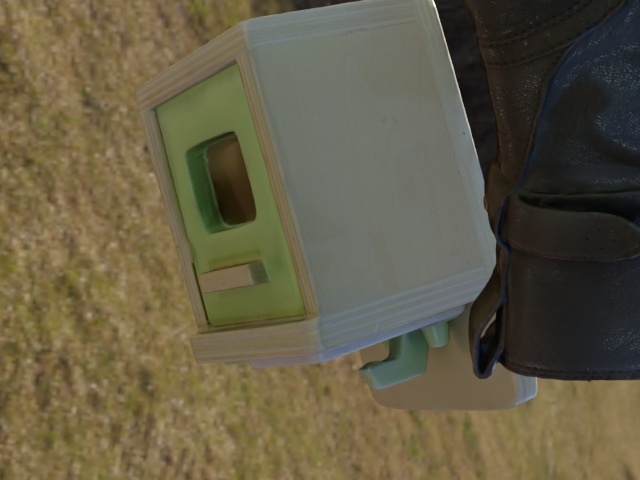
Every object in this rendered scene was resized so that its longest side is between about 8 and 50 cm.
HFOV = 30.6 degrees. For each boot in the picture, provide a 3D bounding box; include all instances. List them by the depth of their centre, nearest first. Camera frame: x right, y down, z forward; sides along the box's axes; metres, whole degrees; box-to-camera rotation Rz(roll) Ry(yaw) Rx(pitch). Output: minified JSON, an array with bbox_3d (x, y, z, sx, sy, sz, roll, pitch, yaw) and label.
[{"bbox_3d":[0.154,-0.061,0.365,0.091,0.263,0.229,-76,151,-56],"label":"boot"}]

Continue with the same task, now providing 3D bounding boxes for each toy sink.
[{"bbox_3d":[0.000,0.000,0.662,0.131,0.153,0.234,-16,92,-30],"label":"toy sink"}]
